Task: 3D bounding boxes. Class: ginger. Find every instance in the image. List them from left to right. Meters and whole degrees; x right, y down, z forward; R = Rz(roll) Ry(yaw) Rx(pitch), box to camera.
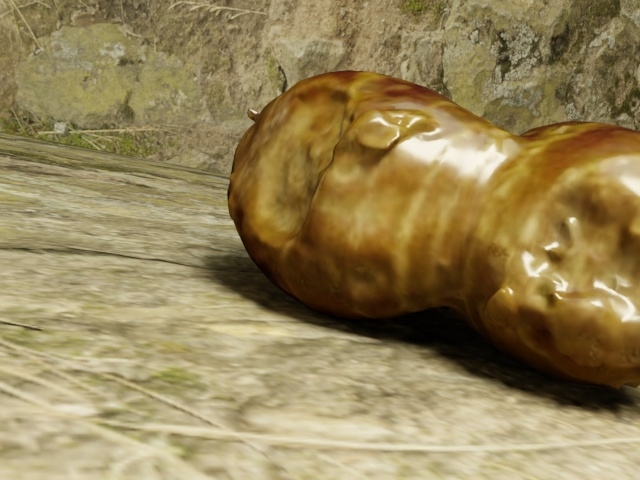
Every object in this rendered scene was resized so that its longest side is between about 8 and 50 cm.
[{"bbox_3d":[0.085,-0.018,0.495,0.357,0.153,0.274,16,7,23],"label":"ginger"}]
